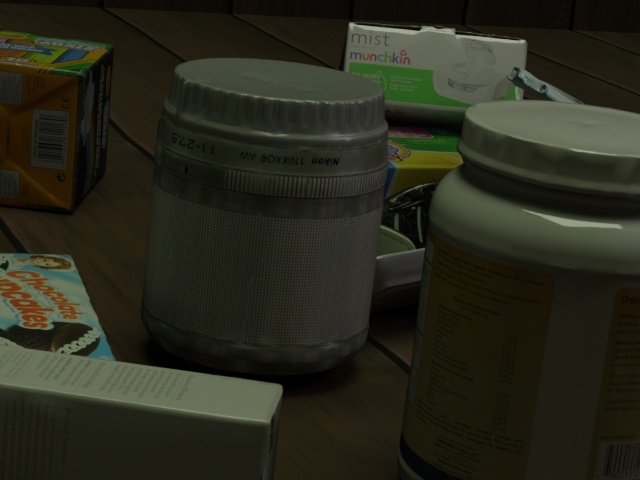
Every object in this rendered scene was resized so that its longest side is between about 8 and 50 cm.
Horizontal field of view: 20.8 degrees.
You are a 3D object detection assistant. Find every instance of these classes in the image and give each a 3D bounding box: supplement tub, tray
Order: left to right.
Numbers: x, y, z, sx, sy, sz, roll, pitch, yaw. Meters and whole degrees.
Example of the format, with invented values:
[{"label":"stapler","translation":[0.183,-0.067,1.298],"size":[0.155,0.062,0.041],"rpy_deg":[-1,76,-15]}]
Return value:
[{"label":"tray","translation":[0.108,0.041,1.859],"size":[0.270,0.030,0.145],"rpy_deg":[-10,-18,-44]},{"label":"supplement tub","translation":[0.189,0.061,1.382],"size":[0.228,0.316,0.228],"rpy_deg":[6,16,-2]}]

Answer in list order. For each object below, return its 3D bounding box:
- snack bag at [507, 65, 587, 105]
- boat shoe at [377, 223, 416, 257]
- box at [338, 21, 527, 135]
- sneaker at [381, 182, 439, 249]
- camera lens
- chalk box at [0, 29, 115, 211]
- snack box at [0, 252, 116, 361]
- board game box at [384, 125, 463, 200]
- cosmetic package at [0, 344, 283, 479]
[{"label":"snack bag","translation":[0.419,-0.082,2.108],"size":[0.342,0.037,0.323],"rpy_deg":[21,15,-44]},{"label":"boat shoe","translation":[0.000,0.000,1.960],"size":[0.227,0.081,0.069],"rpy_deg":[6,19,8]},{"label":"box","translation":[0.157,-0.224,2.579],"size":[0.262,0.127,0.231],"rpy_deg":[6,-10,-3]},{"label":"sneaker","translation":[0.147,-0.023,2.108],"size":[0.108,0.100,0.271],"rpy_deg":[1,5,40]},{"label":"camera lens","translation":[-0.052,-0.019,1.648],"size":[0.219,0.274,0.219],"rpy_deg":[6,15,-2]},{"label":"chalk box","translation":[-0.366,-0.162,2.213],"size":[0.179,0.180,0.289],"rpy_deg":[7,14,1]},{"label":"snack box","translation":[-0.300,0.082,1.585],"size":[0.187,0.060,0.322],"rpy_deg":[2,16,-17]},{"label":"board game box","translation":[0.082,-0.099,2.377],"size":[0.316,0.064,0.242],"rpy_deg":[-1,17,-25]},{"label":"cosmetic package","translation":[-0.149,0.155,1.287],"size":[0.231,0.117,0.085],"rpy_deg":[8,17,4]}]
